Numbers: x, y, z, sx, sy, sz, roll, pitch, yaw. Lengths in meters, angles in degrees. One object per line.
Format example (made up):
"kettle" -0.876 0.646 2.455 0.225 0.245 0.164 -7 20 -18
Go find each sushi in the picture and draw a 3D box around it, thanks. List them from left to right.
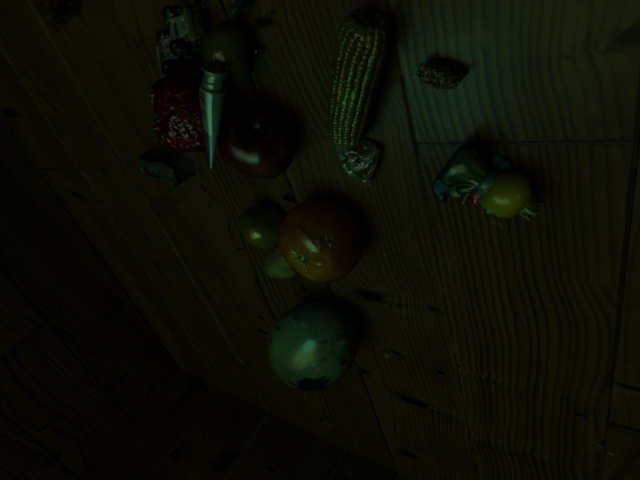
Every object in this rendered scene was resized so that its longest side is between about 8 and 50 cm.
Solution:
"sushi" 0.264 -0.370 1.009 0.120 0.055 0.052 26 147 23

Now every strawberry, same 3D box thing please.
"strawberry" -0.388 -0.393 1.424 0.277 0.257 0.257 2 140 -8

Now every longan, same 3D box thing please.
"longan" -0.242 -0.519 1.250 0.176 0.144 0.154 -1 160 -8

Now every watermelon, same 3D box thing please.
"watermelon" 0.106 -0.239 1.274 0.139 0.071 0.187 -21 112 45

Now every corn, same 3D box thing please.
"corn" 0.084 -0.377 1.105 0.131 0.131 0.344 29 142 17

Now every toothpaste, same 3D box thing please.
"toothpaste" -0.308 -0.345 1.272 0.299 0.073 0.113 106 152 -42

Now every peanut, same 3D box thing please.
"peanut" -0.127 0.074 1.751 0.137 0.122 0.253 39 140 -12

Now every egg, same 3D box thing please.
"egg" -0.026 0.420 1.822 0.345 0.345 0.428 44 130 -3

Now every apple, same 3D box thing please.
"apple" -0.184 -0.288 1.363 0.234 0.234 0.233 24 140 22

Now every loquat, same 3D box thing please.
"loquat" -0.204 -0.054 1.665 0.205 0.172 0.149 -12 146 -3

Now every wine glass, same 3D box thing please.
"wine glass" -0.266 -0.670 1.152 0.202 0.093 0.093 50 143 -11

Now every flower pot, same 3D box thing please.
"flower pot" -0.630 -0.306 1.828 0.229 0.108 0.103 18 136 27

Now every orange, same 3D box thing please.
"orange" 0.000 0.000 1.471 0.284 0.226 0.283 20 134 23

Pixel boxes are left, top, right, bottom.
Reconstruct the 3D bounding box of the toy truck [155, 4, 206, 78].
"toy truck" -0.426 -0.586 1.357 0.286 0.111 0.136 -13 87 58

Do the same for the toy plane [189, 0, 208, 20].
"toy plane" -0.356 -0.665 1.292 0.085 0.024 0.077 22 154 36

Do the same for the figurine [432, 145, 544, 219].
"figurine" 0.401 -0.116 1.093 0.234 0.127 0.185 29 147 1
